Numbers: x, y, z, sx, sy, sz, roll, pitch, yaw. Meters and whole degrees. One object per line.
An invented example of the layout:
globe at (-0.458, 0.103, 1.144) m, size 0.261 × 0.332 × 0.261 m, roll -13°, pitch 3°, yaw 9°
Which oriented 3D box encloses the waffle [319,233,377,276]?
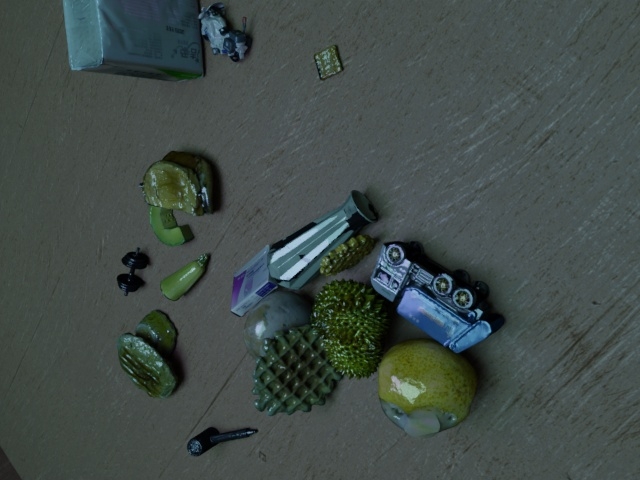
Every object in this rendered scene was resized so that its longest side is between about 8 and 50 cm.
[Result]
waffle at (0.076, 0.044, 1.745) m, size 0.191 × 0.191 × 0.038 m, roll -43°, pitch 69°, yaw 30°

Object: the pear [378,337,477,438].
pear at (0.281, 0.383, 1.609) m, size 0.271 × 0.271 × 0.271 m, roll 5°, pitch 100°, yaw 32°

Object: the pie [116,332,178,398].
pie at (-0.660, 0.482, 2.290) m, size 0.306 × 0.071 × 0.306 m, roll 21°, pitch 134°, yaw 23°

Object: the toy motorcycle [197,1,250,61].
toy motorcycle at (-0.315, -0.675, 1.946) m, size 0.221 × 0.102 × 0.150 m, roll 42°, pitch 137°, yaw 25°

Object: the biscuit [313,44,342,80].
biscuit at (0.022, -0.525, 1.788) m, size 0.081 × 0.018 × 0.083 m, roll -18°, pitch 87°, yaw 33°

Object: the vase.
vase at (0.000, 0.000, 1.800) m, size 0.360 × 0.165 × 0.165 m, roll -39°, pitch 75°, yaw 27°

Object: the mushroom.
mushroom at (-0.144, 0.268, 1.904) m, size 0.243 × 0.243 × 0.243 m, roll 5°, pitch 100°, yaw 32°

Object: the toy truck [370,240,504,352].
toy truck at (0.307, 0.143, 1.618) m, size 0.367 × 0.146 × 0.175 m, roll 36°, pitch 110°, yaw 26°

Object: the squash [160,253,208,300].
squash at (-0.476, 0.119, 2.173) m, size 0.224 × 0.094 × 0.094 m, roll -40°, pitch 75°, yaw 24°

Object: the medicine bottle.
medicine bottle at (-0.212, 0.131, 1.967) m, size 0.201 × 0.052 × 0.171 m, roll -39°, pitch 35°, yaw 31°

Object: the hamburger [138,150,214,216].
hamburger at (-0.485, -0.205, 2.095) m, size 0.309 × 0.132 × 0.211 m, roll 15°, pitch 104°, yaw 30°

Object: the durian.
durian at (0.095, 0.239, 1.710) m, size 0.225 × 0.291 × 0.291 m, roll -22°, pitch 83°, yaw -10°

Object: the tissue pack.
tissue pack at (-0.592, -0.693, 1.935) m, size 0.205 × 0.405 × 0.331 m, roll 0°, pitch 97°, yaw 36°

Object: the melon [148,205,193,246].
melon at (-0.550, -0.057, 2.203) m, size 0.118 × 0.064 × 0.209 m, roll -41°, pitch 72°, yaw 31°

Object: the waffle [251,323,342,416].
waffle at (-0.067, 0.391, 1.822) m, size 0.056 × 0.309 × 0.291 m, roll 29°, pitch 117°, yaw 54°

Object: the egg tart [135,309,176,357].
egg tart at (-0.639, 0.368, 2.311) m, size 0.197 × 0.078 × 0.197 m, roll 9°, pitch 105°, yaw 34°

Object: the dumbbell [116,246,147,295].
dumbbell at (-0.721, 0.121, 2.316) m, size 0.099 × 0.099 × 0.208 m, roll 30°, pitch 111°, yaw 26°

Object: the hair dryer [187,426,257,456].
hair dryer at (-0.343, 0.700, 2.148) m, size 0.255 × 0.128 × 0.070 m, roll -19°, pitch 85°, yaw 23°
